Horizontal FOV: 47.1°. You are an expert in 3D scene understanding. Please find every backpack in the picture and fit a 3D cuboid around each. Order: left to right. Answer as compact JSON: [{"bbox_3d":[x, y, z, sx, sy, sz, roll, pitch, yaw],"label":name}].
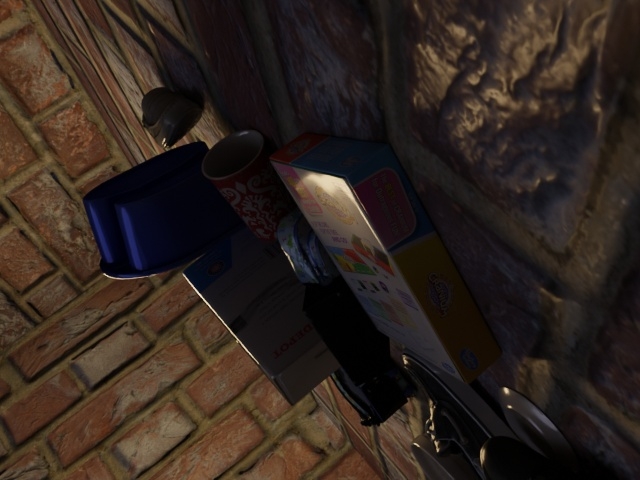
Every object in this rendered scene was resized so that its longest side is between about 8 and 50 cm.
[{"bbox_3d":[0.000,0.000,1.101,0.084,0.105,0.114,-10,118,50],"label":"backpack"},{"bbox_3d":[0.089,0.275,1.470,0.173,0.117,0.158,50,167,9],"label":"backpack"}]

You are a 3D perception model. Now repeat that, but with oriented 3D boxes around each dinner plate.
[{"bbox_3d":[0.285,0.256,0.983,0.141,0.017,0.141,49,165,18],"label":"dinner plate"}]

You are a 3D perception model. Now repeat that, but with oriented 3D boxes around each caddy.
[{"bbox_3d":[-0.256,-0.049,1.339,0.241,0.341,0.179,10,125,44],"label":"caddy"}]

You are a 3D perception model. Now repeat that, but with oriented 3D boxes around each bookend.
[{"bbox_3d":[0.047,0.117,1.162,0.156,0.072,0.157,56,-164,-19],"label":"bookend"}]

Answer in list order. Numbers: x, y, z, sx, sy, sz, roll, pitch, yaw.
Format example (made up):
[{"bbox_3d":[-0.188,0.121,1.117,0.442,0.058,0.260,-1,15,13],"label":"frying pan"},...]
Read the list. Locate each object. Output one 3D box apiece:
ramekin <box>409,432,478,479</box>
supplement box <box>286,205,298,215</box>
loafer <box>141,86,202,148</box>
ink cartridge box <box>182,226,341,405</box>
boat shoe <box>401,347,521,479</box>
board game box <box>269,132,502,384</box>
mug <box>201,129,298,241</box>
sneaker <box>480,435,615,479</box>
[{"bbox_3d":[0.255,0.380,1.203,0.207,0.109,0.207,49,166,16],"label":"ramekin"},{"bbox_3d":[-0.010,-0.018,1.205,0.083,0.043,0.055,56,166,-20],"label":"supplement box"},{"bbox_3d":[-0.314,-0.252,1.477,0.111,0.112,0.319,47,169,-14],"label":"loafer"},{"bbox_3d":[-0.069,0.109,1.341,0.307,0.223,0.129,43,164,35],"label":"ink cartridge box"},{"bbox_3d":[0.205,0.279,1.096,0.301,0.102,0.108,48,173,31],"label":"boat shoe"},{"bbox_3d":[0.078,0.015,0.946,0.316,0.064,0.242,58,166,-23],"label":"board game box"},{"bbox_3d":[-0.103,-0.099,1.240,0.113,0.150,0.169,-3,138,29],"label":"mug"},{"bbox_3d":[0.315,0.312,0.890,0.267,0.101,0.106,33,133,36],"label":"sneaker"}]
